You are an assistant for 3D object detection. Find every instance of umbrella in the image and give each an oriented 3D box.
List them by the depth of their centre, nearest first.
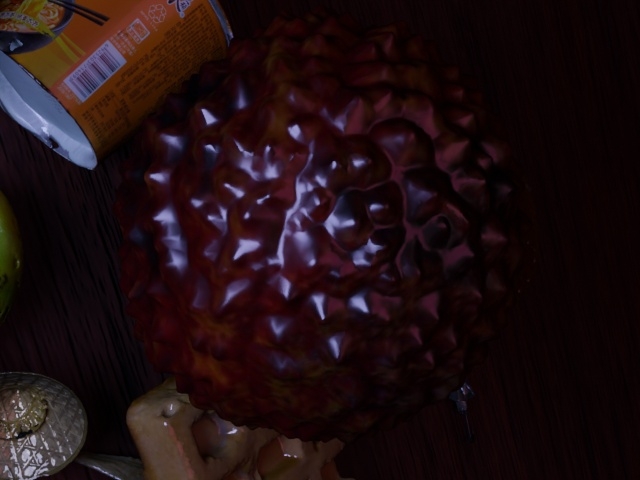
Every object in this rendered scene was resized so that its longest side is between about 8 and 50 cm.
[{"bbox_3d":[0.202,0.183,1.470,0.044,0.044,0.268,-37,115,-66],"label":"umbrella"}]

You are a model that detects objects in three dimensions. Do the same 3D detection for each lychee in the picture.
[{"bbox_3d":[0.000,0.000,0.993,0.424,0.425,0.500,-58,164,-27],"label":"lychee"}]

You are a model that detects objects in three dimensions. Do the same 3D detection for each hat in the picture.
[{"bbox_3d":[-0.310,0.171,0.995,0.146,0.067,0.146,-6,122,-10],"label":"hat"}]

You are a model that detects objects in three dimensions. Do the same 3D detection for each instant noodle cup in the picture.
[{"bbox_3d":[-0.227,-0.193,0.980,0.182,0.230,0.230,-51,121,-20],"label":"instant noodle cup"}]

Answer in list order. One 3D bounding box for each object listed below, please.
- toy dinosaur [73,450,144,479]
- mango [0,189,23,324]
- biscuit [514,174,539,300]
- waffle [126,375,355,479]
[{"bbox_3d":[-0.187,0.381,1.088,0.206,0.113,0.327,-76,147,-48],"label":"toy dinosaur"},{"bbox_3d":[-0.351,0.054,0.925,0.125,0.111,0.232,15,80,-36],"label":"mango"},{"bbox_3d":[0.198,0.003,1.448,0.368,0.063,0.314,-6,90,-42],"label":"biscuit"},{"bbox_3d":[-0.066,0.293,1.136,0.304,0.078,0.348,-29,104,-56],"label":"waffle"}]
